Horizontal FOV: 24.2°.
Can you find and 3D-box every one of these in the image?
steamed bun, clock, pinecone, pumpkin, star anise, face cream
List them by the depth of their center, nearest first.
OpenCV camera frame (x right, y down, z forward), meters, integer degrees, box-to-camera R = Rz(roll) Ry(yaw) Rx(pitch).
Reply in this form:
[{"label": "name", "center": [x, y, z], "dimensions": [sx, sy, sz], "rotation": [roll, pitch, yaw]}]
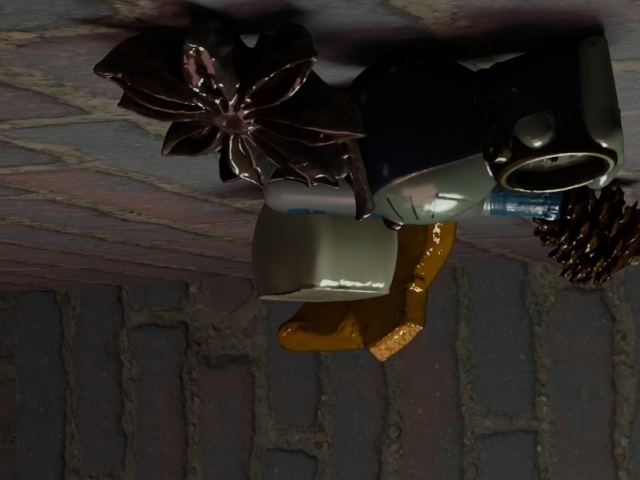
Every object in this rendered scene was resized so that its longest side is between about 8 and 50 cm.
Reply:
[{"label": "star anise", "center": [-0.053, -0.104, 1.187], "dimensions": [0.262, 0.081, 0.230], "rotation": [26, 146, -24]}, {"label": "clock", "center": [0.133, -0.092, 1.271], "dimensions": [0.243, 0.146, 0.199], "rotation": [-7, 168, 13]}, {"label": "face cream", "center": [0.108, -0.064, 1.717], "dimensions": [0.336, 0.080, 0.163], "rotation": [3, -176, 9]}, {"label": "steamed bun", "center": [0.000, 0.000, 2.078], "dimensions": [0.146, 0.164, 0.241], "rotation": [2, 175, -24]}, {"label": "pinecone", "center": [0.392, -0.014, 2.190], "dimensions": [0.173, 0.173, 0.173], "rotation": [-2, 175, 0]}, {"label": "pumpkin", "center": [0.079, 0.051, 2.235], "dimensions": [0.095, 0.258, 0.290], "rotation": [26, 161, -38]}]

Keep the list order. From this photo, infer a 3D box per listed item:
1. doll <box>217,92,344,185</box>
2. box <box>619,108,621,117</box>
[{"label": "doll", "center": [0.018, -0.106, 1.440], "dimensions": [0.248, 0.088, 0.127], "rotation": [-13, 151, 15]}, {"label": "box", "center": [0.218, -0.117, 1.586], "dimensions": [0.115, 0.036, 0.177], "rotation": [-2, 175, -33]}]
